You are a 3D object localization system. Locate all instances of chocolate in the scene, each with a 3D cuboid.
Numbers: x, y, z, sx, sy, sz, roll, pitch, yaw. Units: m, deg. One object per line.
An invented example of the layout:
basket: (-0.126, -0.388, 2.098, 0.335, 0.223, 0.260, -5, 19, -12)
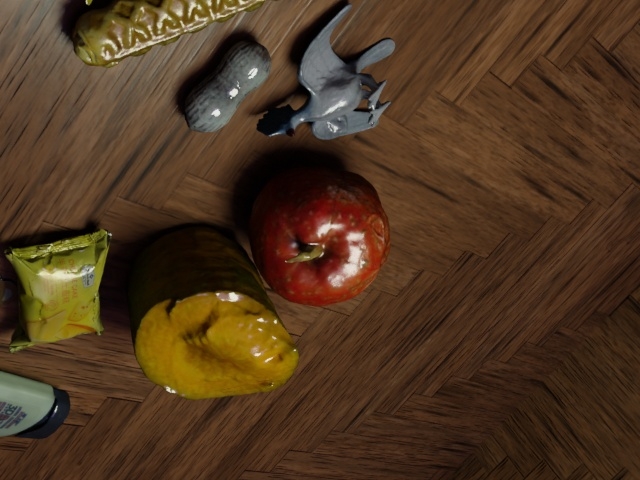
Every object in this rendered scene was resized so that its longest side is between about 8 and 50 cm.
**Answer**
chocolate: (-0.140, -0.226, 1.260, 0.167, 0.072, 0.072, -44, 139, 9)

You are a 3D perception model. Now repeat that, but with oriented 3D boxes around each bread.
bread: (-0.160, -0.325, 1.145, 0.367, 0.084, 0.077, -24, 99, -11)

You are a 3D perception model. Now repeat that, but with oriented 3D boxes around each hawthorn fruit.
hawthorn fruit: (0.003, -0.006, 1.424, 0.258, 0.262, 0.258, -2, 95, -25)

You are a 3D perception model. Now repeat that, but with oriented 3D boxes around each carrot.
carrot: (-0.193, 0.130, 1.399, 0.241, 0.341, 0.241, -9, 123, -15)

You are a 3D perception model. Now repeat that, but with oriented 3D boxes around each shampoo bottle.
shampoo bottle: (-0.596, 0.263, 1.412, 0.134, 0.078, 0.359, -43, 140, 14)

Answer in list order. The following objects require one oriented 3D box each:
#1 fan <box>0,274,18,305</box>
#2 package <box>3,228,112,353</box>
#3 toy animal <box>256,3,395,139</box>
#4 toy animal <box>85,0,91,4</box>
fan: (-0.573, 0.063, 1.285, 0.152, 0.008, 0.227, -31, 140, -5)
package: (-0.416, 0.085, 1.353, 0.168, 0.090, 0.226, -12, 132, -29)
toy animal: (0.020, -0.245, 1.353, 0.255, 0.176, 0.239, -57, 154, -31)
toy animal: (-0.319, -0.371, 0.995, 0.219, 0.155, 0.095, 45, 130, -10)
